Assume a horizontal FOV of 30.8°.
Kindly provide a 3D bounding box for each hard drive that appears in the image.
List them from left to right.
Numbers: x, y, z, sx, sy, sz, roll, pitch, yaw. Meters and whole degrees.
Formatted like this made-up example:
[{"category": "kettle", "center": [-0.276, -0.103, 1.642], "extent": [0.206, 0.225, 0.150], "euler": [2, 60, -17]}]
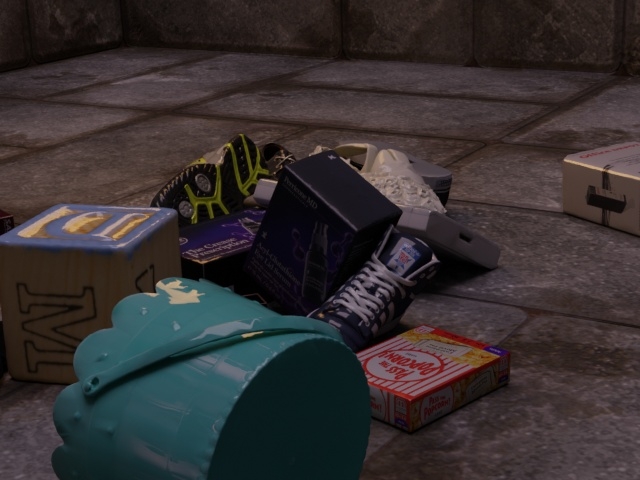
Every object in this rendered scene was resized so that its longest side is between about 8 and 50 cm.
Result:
[{"category": "hard drive", "center": [0.092, -0.029, 1.930], "extent": [0.353, 0.047, 0.233], "euler": [12, -7, 39]}]

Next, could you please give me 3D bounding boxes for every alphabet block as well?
[{"category": "alphabet block", "center": [-0.305, 0.070, 1.574], "extent": [0.193, 0.197, 0.192], "euler": [4, 18, 16]}]

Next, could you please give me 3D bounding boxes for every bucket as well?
[{"category": "bucket", "center": [-0.093, 0.180, 1.111], "extent": [0.183, 0.281, 0.281], "euler": [16, 25, 36]}]

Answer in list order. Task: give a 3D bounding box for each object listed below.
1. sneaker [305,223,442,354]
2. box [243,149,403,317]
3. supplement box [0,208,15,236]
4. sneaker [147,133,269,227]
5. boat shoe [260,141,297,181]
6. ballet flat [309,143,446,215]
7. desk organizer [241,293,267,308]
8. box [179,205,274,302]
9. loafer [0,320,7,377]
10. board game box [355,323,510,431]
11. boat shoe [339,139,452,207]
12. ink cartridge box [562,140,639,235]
[{"category": "sneaker", "center": [0.069, 0.074, 1.559], "extent": [0.099, 0.153, 0.282], "euler": [38, 28, 10]}, {"category": "box", "center": [0.000, 0.000, 1.670], "extent": [0.153, 0.207, 0.108], "euler": [42, 40, 24]}, {"category": "supplement box", "center": [-0.675, -0.004, 2.052], "extent": [0.239, 0.073, 0.130], "euler": [-14, 22, -32]}, {"category": "sneaker", "center": [-0.226, -0.072, 2.181], "extent": [0.147, 0.145, 0.384], "euler": [-28, 7, 28]}, {"category": "boat shoe", "center": [-0.082, -0.149, 2.443], "extent": [0.084, 0.079, 0.233], "euler": [-5, 19, -14]}, {"category": "ballet flat", "center": [0.088, -0.112, 2.134], "extent": [0.147, 0.147, 0.409], "euler": [-14, 17, -33]}, {"category": "desk organizer", "center": [-0.087, 0.120, 1.631], "extent": [0.047, 0.050, 0.130], "euler": [-8, 19, -19]}, {"category": "box", "center": [-0.137, 0.031, 1.842], "extent": [0.261, 0.103, 0.184], "euler": [-18, 21, -41]}, {"category": "loafer", "center": [-0.456, 0.164, 1.543], "extent": [0.061, 0.062, 0.170], "euler": [-31, 9, 11]}, {"category": "board game box", "center": [0.122, 0.169, 1.461], "extent": [0.147, 0.045, 0.193], "euler": [15, 24, 43]}, {"category": "boat shoe", "center": [0.140, -0.121, 2.286], "extent": [0.113, 0.105, 0.306], "euler": [-12, 26, -40]}, {"category": "ink cartridge box", "center": [0.603, -0.092, 2.119], "extent": [0.197, 0.114, 0.273], "euler": [-13, 22, -30]}]
